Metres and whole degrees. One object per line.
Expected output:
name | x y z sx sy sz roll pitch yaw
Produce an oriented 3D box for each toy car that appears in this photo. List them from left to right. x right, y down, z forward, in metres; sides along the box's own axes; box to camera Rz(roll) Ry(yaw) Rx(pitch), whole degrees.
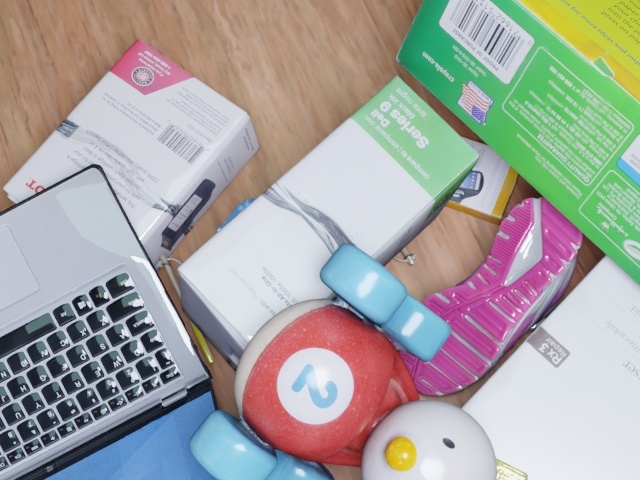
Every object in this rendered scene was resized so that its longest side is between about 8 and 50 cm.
toy car | 0.060 0.166 0.796 0.238 0.210 0.219 36 87 36

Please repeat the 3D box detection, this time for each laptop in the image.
laptop | -0.308 0.184 0.903 0.382 0.236 0.408 -28 90 1

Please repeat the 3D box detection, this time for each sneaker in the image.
sneaker | 0.191 0.071 1.021 0.252 0.111 0.103 -47 64 13

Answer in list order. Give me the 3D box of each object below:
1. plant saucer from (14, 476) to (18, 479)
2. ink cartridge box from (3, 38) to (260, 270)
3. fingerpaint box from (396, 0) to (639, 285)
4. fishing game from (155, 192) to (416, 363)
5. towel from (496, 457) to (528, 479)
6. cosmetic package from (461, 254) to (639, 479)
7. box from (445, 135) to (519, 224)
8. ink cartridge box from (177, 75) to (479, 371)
plant saucer | -0.210 0.290 1.016 0.241 0.037 0.241 -1 72 4
ink cartridge box | -0.213 -0.083 1.105 0.172 0.100 0.237 35 78 14
fingerpaint box | 0.366 -0.153 0.972 0.371 0.163 0.445 -32 70 -36
fishing game | -0.033 0.034 1.085 0.264 0.041 0.189 -29 79 -11
towel | 0.143 0.231 0.857 0.060 0.009 0.083 26 77 14
cosmetic package | 0.232 0.223 0.936 0.217 0.156 0.385 41 79 17
box | 0.158 -0.079 1.111 0.136 0.028 0.081 21 75 14
ink cartridge box | 0.000 0.000 0.966 0.289 0.211 0.121 -42 83 -15
